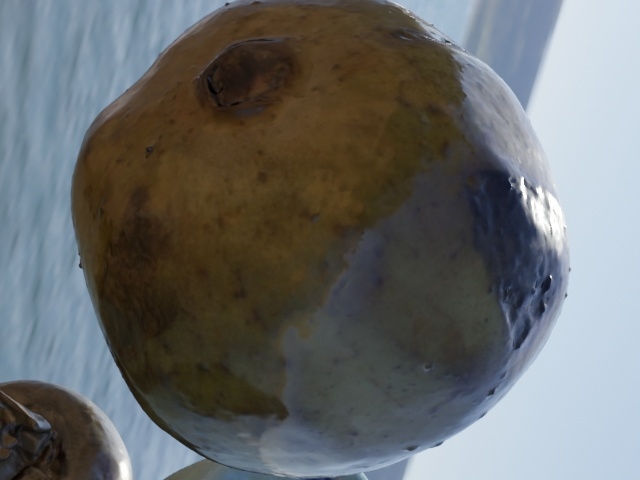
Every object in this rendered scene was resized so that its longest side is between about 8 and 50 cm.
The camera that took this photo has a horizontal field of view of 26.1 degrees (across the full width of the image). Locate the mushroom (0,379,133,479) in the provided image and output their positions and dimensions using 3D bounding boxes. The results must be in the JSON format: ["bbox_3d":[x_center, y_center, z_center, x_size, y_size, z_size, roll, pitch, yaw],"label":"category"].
[{"bbox_3d":[-0.267,0.210,1.125,0.178,0.226,0.226,73,28,-50],"label":"mushroom"}]

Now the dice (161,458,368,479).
[{"bbox_3d":[-0.075,0.420,1.767,0.268,0.264,0.262,-57,-132,52],"label":"dice"}]

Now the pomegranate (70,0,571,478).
[{"bbox_3d":[0.000,0.000,0.763,0.281,0.281,0.281,16,90,-86],"label":"pomegranate"}]
